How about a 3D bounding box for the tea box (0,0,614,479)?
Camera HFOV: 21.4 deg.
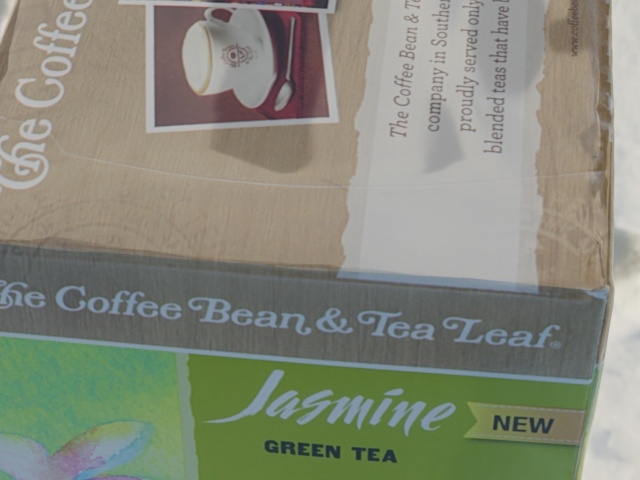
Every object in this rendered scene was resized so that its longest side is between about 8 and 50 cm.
[{"bbox_3d":[0.000,0.000,0.720,0.220,0.329,0.323,4,137,5],"label":"tea box"}]
